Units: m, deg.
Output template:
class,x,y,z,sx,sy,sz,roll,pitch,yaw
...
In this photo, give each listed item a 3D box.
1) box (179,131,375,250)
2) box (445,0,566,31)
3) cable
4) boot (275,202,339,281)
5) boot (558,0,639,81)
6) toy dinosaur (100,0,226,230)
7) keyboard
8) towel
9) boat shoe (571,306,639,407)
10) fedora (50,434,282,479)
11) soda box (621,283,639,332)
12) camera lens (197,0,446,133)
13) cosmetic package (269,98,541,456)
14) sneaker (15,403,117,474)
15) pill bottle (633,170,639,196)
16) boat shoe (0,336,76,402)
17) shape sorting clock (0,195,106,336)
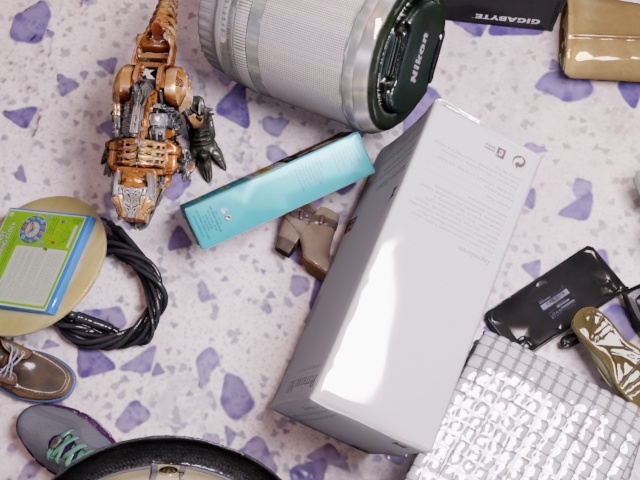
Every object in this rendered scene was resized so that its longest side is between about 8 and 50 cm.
class,x,y,z,sx,sy,sz,roll,pitch,yaw
box,-0.059,-0.067,1.328,0.244,0.100,0.060,-25,100,-9
box,0.195,-0.390,1.345,0.296,0.293,0.073,8,70,2
cable,-0.284,0.067,1.318,0.150,0.047,0.184,-38,76,-12
boot,0.000,0.000,1.347,0.118,0.042,0.087,33,66,3
boot,0.467,-0.227,1.405,0.270,0.089,0.236,6,61,2
toy dinosaur,-0.203,-0.166,1.306,0.164,0.218,0.322,23,73,8
keyboard,0.315,0.093,1.326,0.180,0.023,0.108,-32,68,-10
towel,0.230,0.282,1.214,0.235,0.121,0.283,28,72,7
boat shoe,0.368,0.151,1.264,0.056,0.048,0.153,-38,74,-8
fedora,-0.164,0.376,1.099,0.334,0.152,0.334,-2,101,-9
soda box,0.438,0.099,1.246,0.053,0.169,0.060,-24,107,-7
camera lens,0.009,-0.275,1.320,0.274,0.219,0.219,23,72,23
cosmetic package,0.098,0.055,1.224,0.156,0.217,0.385,28,70,-8
sneaker,-0.276,0.262,1.225,0.224,0.098,0.083,31,74,9
pill bottle,0.496,0.000,1.300,0.131,0.131,0.229,-20,73,-7
boat shoe,-0.398,0.156,1.276,0.183,0.066,0.066,16,72,5
shape sorting clock,-0.366,0.031,1.304,0.206,0.040,0.206,-8,57,13
